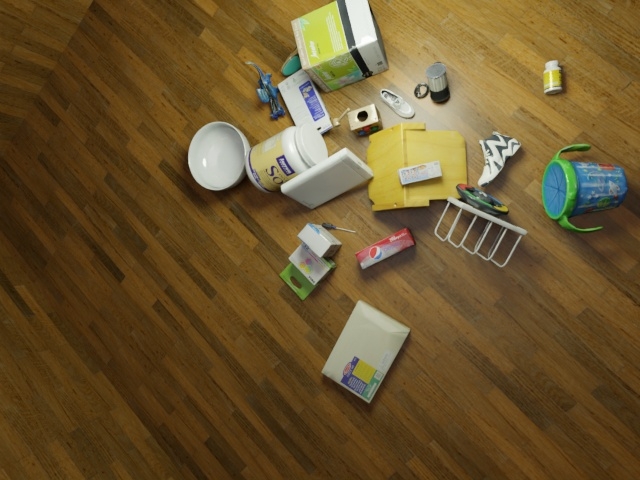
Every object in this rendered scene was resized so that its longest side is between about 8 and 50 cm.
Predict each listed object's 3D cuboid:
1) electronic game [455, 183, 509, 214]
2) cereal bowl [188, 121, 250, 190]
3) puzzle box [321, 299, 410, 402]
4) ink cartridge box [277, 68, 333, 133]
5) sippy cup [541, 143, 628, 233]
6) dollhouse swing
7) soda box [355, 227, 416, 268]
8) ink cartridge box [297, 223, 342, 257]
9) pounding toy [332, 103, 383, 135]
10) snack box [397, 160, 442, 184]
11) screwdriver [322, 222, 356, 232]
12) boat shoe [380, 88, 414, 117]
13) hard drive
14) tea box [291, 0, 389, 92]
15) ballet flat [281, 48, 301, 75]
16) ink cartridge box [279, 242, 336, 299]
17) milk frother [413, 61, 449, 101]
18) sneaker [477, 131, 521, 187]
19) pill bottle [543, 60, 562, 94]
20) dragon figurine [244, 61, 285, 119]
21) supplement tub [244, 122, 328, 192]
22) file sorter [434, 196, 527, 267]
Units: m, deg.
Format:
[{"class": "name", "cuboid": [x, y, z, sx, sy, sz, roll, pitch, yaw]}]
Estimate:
[{"class": "electronic game", "cuboid": [0.657, -0.169, 1.627, 0.229, 0.229, 0.048, 32, 117, 15]}, {"class": "cereal bowl", "cuboid": [-0.495, -0.419, 2.043, 0.338, 0.141, 0.339, 0, 92, 18]}, {"class": "puzzle box", "cuboid": [0.208, 0.521, 1.890, 0.272, 0.052, 0.409, 29, 101, 15]}, {"class": "ink cartridge box", "cuboid": [-0.067, -0.645, 1.935, 0.165, 0.065, 0.333, -25, 83, 18]}, {"class": "sippy cup", "cuboid": [1.005, -0.199, 1.524, 0.224, 0.240, 0.306, -2, 114, 9]}, {"class": "dollhouse swing", "cuboid": [0.424, -0.317, 1.786, 0.315, 0.304, 0.347, -2, 92, 60]}, {"class": "soda box", "cuboid": [0.296, 0.037, 1.822, 0.263, 0.092, 0.083, -28, 82, 17]}, {"class": "ink cartridge box", "cuboid": [0.000, 0.000, 1.862, 0.148, 0.203, 0.086, 42, 101, 12]}, {"class": "pounding toy", "cuboid": [0.160, -0.528, 1.801, 0.206, 0.181, 0.094, -14, 88, 18]}, {"class": "snack box", "cuboid": [0.406, -0.277, 1.637, 0.178, 0.022, 0.064, -13, 94, -10]}, {"class": "screwdriver", "cuboid": [0.088, -0.058, 1.924, 0.169, 0.025, 0.024, 14, 96, 18]}, {"class": "boat shoe", "cuboid": [0.343, -0.620, 1.799, 0.184, 0.063, 0.066, 46, 104, 12]}, {"class": "hard drive", "cuboid": [0.030, -0.266, 1.798, 0.353, 0.233, 0.047, -25, 60, 28]}, {"class": "tea box", "cuboid": [0.096, -0.839, 1.735, 0.323, 0.329, 0.220, -14, 88, 19]}, {"class": "ballet flat", "cuboid": [-0.102, -0.897, 1.944, 0.232, 0.080, 0.073, -37, 53, 13]}, {"class": "ink cartridge box", "cuboid": [-0.077, 0.148, 1.948, 0.189, 0.097, 0.255, 45, 103, 12]}, {"class": "milk frother", "cuboid": [0.468, -0.678, 1.718, 0.143, 0.135, 0.129, -17, 56, 15]}, {"class": "sneaker", "cuboid": [0.700, -0.349, 1.676, 0.153, 0.094, 0.235, 39, 103, 15]}, {"class": "pill bottle", "cuboid": [0.929, -0.653, 1.604, 0.065, 0.065, 0.116, -3, 91, 18]}, {"class": "dragon figurine", "cuboid": [-0.255, -0.721, 1.923, 0.085, 0.289, 0.144, -19, 48, 16]}, {"class": "supplement tub", "cuboid": [-0.157, -0.377, 1.851, 0.331, 0.241, 0.241, -19, 86, 31]}, {"class": "file sorter", "cuboid": [0.630, -0.036, 1.620, 0.277, 0.193, 0.173, 23, 103, -3]}]
